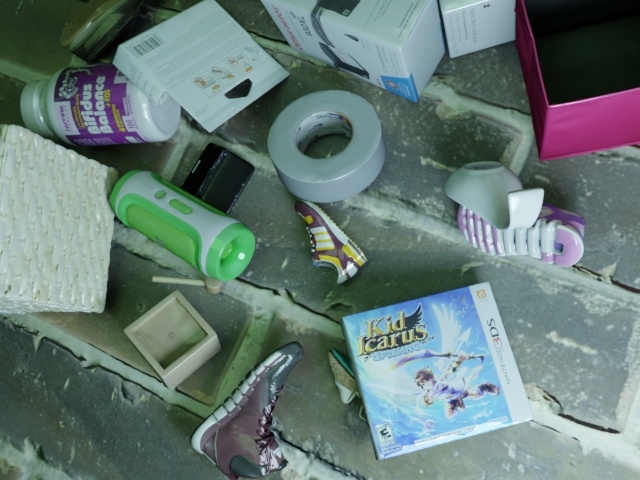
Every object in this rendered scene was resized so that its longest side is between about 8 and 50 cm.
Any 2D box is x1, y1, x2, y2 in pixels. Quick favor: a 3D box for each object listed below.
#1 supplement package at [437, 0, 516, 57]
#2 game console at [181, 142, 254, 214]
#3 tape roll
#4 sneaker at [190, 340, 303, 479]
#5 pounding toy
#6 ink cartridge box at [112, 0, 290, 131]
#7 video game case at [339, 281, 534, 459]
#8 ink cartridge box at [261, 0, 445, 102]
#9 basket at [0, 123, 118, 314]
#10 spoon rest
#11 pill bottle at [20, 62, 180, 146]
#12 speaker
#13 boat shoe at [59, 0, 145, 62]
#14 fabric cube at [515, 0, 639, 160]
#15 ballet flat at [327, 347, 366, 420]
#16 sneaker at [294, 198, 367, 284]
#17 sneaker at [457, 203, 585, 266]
[{"bbox_3d":[0.358,-0.490,1.280,0.293,0.177,0.175,-14,74,12],"label":"supplement package"},{"bbox_3d":[-0.215,-0.128,1.440,0.107,0.071,0.122,26,84,49],"label":"game console"},{"bbox_3d":[0.012,-0.183,1.329,0.219,0.072,0.219,-6,60,11],"label":"tape roll"},{"bbox_3d":[-0.093,0.326,1.264,0.162,0.106,0.281,45,101,14],"label":"sneaker"},{"bbox_3d":[-0.270,0.152,1.352,0.206,0.094,0.181,-38,69,-19],"label":"pounding toy"},{"bbox_3d":[-0.231,-0.346,1.393,0.239,0.060,0.275,45,51,0],"label":"ink cartridge box"},{"bbox_3d":[0.194,0.219,1.183,0.270,0.061,0.244,-13,72,-6],"label":"video game case"},{"bbox_3d":[0.065,-0.413,1.317,0.307,0.223,0.129,28,87,19],"label":"ink cartridge box"},{"bbox_3d":[-0.595,-0.030,1.336,0.267,0.328,0.331,-2,78,23],"label":"basket"},{"bbox_3d":[0.296,-0.076,1.173,0.137,0.276,0.084,-7,107,-3],"label":"spoon rest"},{"bbox_3d":[-0.465,-0.285,1.461,0.302,0.169,0.169,-2,77,15],"label":"pill bottle"},{"bbox_3d":[-0.273,-0.034,1.361,0.297,0.131,0.131,28,86,26],"label":"speaker"},{"bbox_3d":[-0.453,-0.513,1.552,0.285,0.092,0.103,-40,51,6],"label":"boat shoe"},{"bbox_3d":[0.477,-0.313,1.165,0.254,0.258,0.259,-11,75,13],"label":"fabric cube"},{"bbox_3d":[0.077,0.278,1.237,0.206,0.073,0.067,38,97,22],"label":"ballet flat"},{"bbox_3d":[0.000,0.000,1.321,0.084,0.069,0.185,-45,69,-4],"label":"sneaker"},{"bbox_3d":[0.359,-0.027,1.224,0.236,0.095,0.104,16,41,35],"label":"sneaker"}]
